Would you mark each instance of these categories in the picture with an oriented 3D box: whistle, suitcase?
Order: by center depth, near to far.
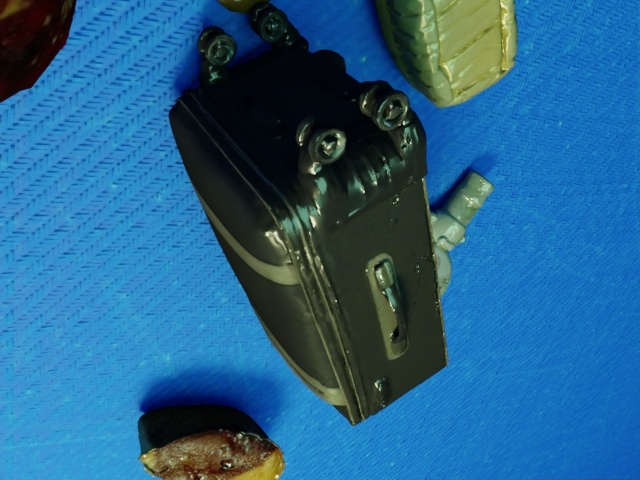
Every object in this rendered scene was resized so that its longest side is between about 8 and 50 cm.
[{"bbox_3d":[0.000,0.000,0.717,0.194,0.283,0.434,-31,137,-12],"label":"suitcase"},{"bbox_3d":[0.164,0.008,0.984,0.126,0.067,0.258,31,100,-31],"label":"whistle"}]

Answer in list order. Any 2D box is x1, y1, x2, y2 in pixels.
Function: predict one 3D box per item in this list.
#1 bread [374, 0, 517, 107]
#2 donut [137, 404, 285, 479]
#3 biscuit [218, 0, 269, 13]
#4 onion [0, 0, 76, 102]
[{"bbox_3d":[0.134,-0.264,0.718,0.140,0.106,0.236,-31,134,-7],"label":"bread"},{"bbox_3d":[-0.151,0.311,0.986,0.151,0.112,0.295,-36,137,-7],"label":"donut"},{"bbox_3d":[-0.093,-0.300,0.599,0.138,0.031,0.205,-33,137,-7],"label":"biscuit"},{"bbox_3d":[-0.309,-0.235,0.353,0.347,0.347,0.385,-1,89,-32],"label":"onion"}]
